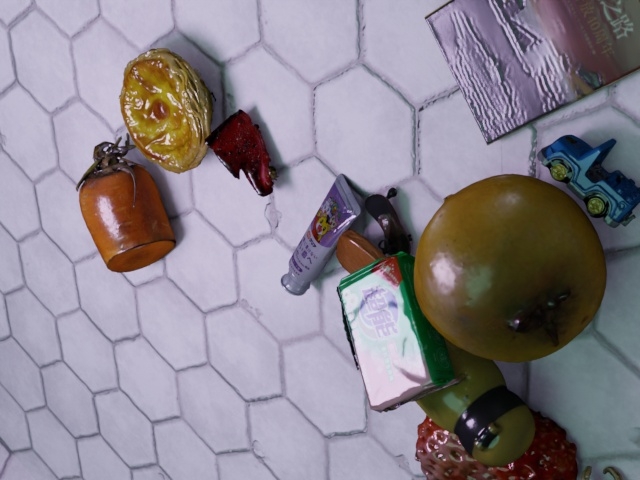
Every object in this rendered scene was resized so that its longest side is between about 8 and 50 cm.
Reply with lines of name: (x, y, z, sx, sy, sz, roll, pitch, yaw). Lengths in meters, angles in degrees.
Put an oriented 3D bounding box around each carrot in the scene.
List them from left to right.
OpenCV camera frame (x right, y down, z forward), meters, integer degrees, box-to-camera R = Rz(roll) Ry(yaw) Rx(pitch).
carrot: (-0.485, -0.084, 2.371, 0.214, 0.193, 0.331, -162, 53, -83)

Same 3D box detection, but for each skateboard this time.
skateboard: (0.136, -0.025, 1.958, 0.067, 0.080, 0.151, -19, 99, 37)

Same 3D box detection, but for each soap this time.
soap: (0.146, 0.173, 1.814, 0.217, 0.098, 0.273, -28, 65, 31)

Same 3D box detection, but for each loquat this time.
loquat: (0.319, 0.035, 1.697, 0.359, 0.328, 0.328, -109, 24, -56)

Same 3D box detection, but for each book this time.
book: (0.370, -0.349, 1.647, 0.374, 0.028, 0.263, -26, 91, 44)

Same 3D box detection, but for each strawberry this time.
strawberry: (0.341, 0.438, 1.957, 0.336, 0.149, 0.265, 3, 110, 38)

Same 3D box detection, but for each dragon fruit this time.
dragon fruit: (-0.155, -0.185, 2.110, 0.092, 0.122, 0.192, -33, 85, 28)

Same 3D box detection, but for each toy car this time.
toy car: (0.465, -0.113, 1.628, 0.191, 0.097, 0.100, 45, 124, 14)

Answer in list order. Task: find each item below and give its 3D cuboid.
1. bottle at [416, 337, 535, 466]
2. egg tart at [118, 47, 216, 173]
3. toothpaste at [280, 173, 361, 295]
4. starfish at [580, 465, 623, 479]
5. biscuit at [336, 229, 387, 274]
bottle: (0.265, 0.283, 1.873, 0.351, 0.171, 0.172, 49, 135, 33)
egg tart: (-0.333, -0.298, 2.204, 0.294, 0.116, 0.295, 18, 122, 31)
toothpaste: (0.000, 0.000, 2.093, 0.299, 0.073, 0.114, -59, 41, 38)
starfish: (0.555, 0.538, 1.890, 0.150, 0.053, 0.210, 18, 122, 39)
biscuit: (0.105, 0.064, 1.998, 0.186, 0.036, 0.192, 42, 164, 12)
